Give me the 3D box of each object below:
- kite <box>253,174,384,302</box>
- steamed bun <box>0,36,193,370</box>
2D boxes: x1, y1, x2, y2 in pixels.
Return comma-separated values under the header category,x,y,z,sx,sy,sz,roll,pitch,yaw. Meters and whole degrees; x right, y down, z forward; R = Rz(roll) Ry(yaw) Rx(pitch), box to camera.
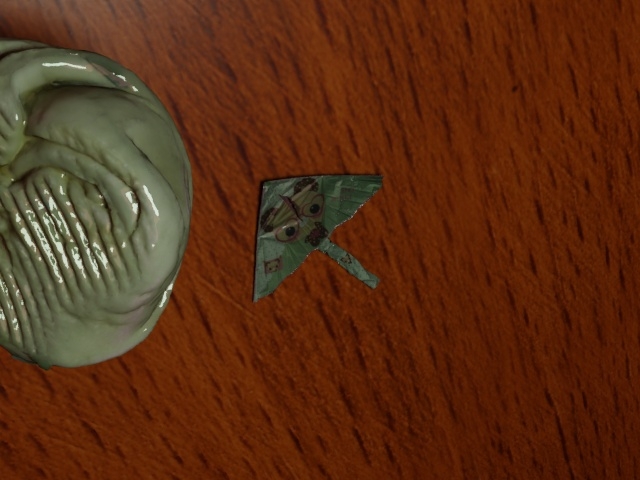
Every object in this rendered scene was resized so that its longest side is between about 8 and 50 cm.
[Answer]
category,x,y,z,sx,sy,sz,roll,pitch,yaw
kite,0.001,0.001,1.095,0.229,0.012,0.250,-45,128,2
steamed bun,-0.230,-0.043,0.816,0.268,0.207,0.280,36,118,0
